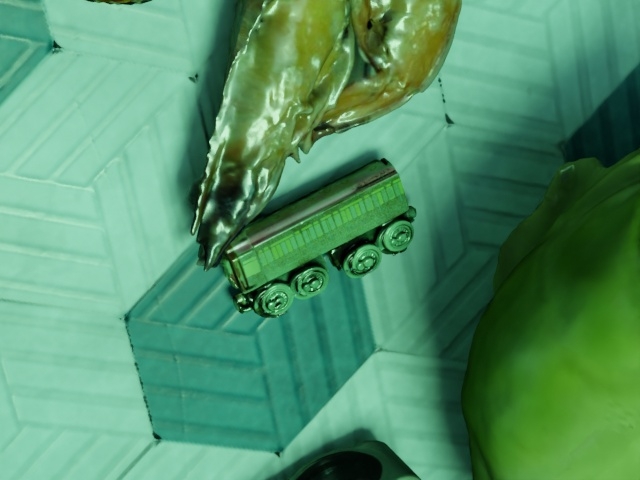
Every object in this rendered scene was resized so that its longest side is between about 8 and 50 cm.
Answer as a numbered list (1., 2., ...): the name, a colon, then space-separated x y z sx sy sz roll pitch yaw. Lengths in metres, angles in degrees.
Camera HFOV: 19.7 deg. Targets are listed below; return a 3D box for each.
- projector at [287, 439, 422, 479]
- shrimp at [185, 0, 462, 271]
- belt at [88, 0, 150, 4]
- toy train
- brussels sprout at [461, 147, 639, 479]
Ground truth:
1. projector: -0.025 0.281 1.338 0.257 0.099 0.192 -28 116 -11
2. shrimp: 0.006 -0.117 1.246 0.164 0.062 0.316 23 94 -29
3. belt: -0.086 -0.275 1.109 0.207 0.160 0.295 43 86 -10
4. toy train: 0.000 0.000 1.292 0.148 0.038 0.071 -27 115 -13
5. brussels sprout: 0.284 0.133 1.295 0.425 0.342 0.361 37 118 -23
